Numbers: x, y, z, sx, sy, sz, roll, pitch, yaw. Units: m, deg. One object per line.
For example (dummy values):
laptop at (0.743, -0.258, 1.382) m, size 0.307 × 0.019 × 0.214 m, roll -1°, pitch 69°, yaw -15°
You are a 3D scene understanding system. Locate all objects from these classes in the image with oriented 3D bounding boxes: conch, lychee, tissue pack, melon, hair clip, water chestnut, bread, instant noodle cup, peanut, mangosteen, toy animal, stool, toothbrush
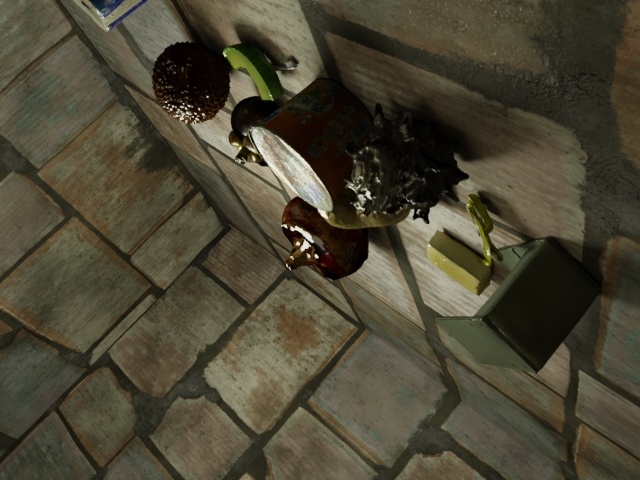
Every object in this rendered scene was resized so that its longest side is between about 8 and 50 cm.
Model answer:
conch at (0.160, -0.154, 1.313) m, size 0.313 × 0.240 × 0.186 m, roll 14°, pitch 164°, yaw 41°
lychee at (-0.396, -0.490, 1.922) m, size 0.271 × 0.271 × 0.271 m, roll 40°, pitch 167°, yaw 12°
tissue pack at (-0.507, -0.687, 1.523) m, size 0.209 × 0.270 × 0.137 m, roll 46°, pitch 166°, yaw 3°
melon at (-0.175, -0.460, 1.653) m, size 0.209 × 0.064 × 0.118 m, roll 54°, pitch 157°, yaw 3°
hair clip at (0.373, -0.027, 1.403) m, size 0.072 × 0.046 × 0.173 m, roll -90°, pitch -21°, yaw -75°
water chestnut at (0.000, 0.000, 2.112) m, size 0.350 × 0.302 × 0.350 m, roll 38°, pitch 162°, yaw 15°
bread at (0.381, 0.060, 1.693) m, size 0.188 × 0.068 × 0.125 m, roll 38°, pitch 166°, yaw 24°
instant noodle cup at (-0.004, -0.247, 1.539) m, size 0.296 × 0.214 × 0.296 m, roll 41°, pitch 166°, yaw 12°
peanut at (0.117, -0.095, 1.650) m, size 0.253 × 0.122 × 0.137 m, roll -6°, pitch 162°, yaw 9°
mangosteen at (-0.201, -0.327, 1.870) m, size 0.192 × 0.217 × 0.192 m, roll 34°, pitch 166°, yaw 10°
toy animal at (0.261, -0.099, 1.519) m, size 0.105 × 0.070 × 0.202 m, roll 11°, pitch 157°, yaw -27°
stool at (0.439, 0.147, 1.400) m, size 0.170 × 0.243 × 0.270 m, roll 44°, pitch 167°, yaw -4°
toothbrush at (-0.132, -0.465, 1.662) m, size 0.025 × 0.020 × 0.286 m, roll 58°, pitch 161°, yaw -23°

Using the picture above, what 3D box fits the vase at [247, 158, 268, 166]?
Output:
vase at (-0.228, -0.321, 2.236) m, size 0.115 × 0.115 × 0.237 m, roll 48°, pitch 168°, yaw -20°
